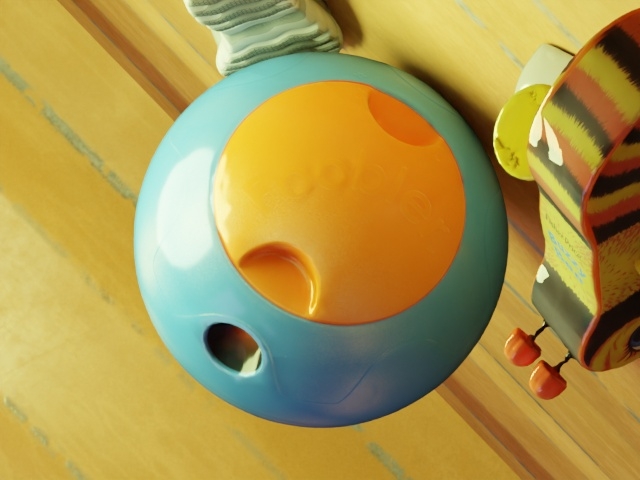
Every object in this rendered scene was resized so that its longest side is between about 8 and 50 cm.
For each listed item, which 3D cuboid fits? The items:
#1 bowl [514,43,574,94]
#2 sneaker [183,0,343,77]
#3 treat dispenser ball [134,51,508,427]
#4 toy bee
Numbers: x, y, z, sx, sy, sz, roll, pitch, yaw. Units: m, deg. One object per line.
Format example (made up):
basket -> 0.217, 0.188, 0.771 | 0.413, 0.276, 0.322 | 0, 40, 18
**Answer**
bowl -> 0.181, -0.044, 1.213 | 0.142, 0.053, 0.142 | 39, 171, 43
sneaker -> -0.047, -0.208, 1.523 | 0.281, 0.105, 0.115 | 63, -165, -76
treat dispenser ball -> 0.000, 0.000, 1.493 | 0.288, 0.288, 0.288 | 45, 172, 8
toy bee -> 0.167, 0.017, 1.041 | 0.298, 0.162, 0.195 | 52, 180, -34
